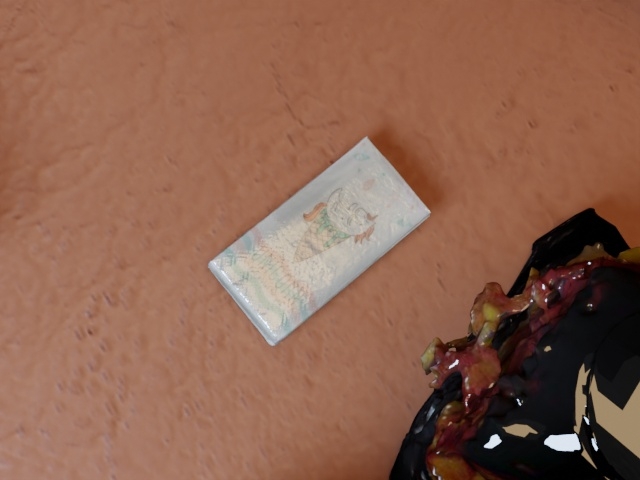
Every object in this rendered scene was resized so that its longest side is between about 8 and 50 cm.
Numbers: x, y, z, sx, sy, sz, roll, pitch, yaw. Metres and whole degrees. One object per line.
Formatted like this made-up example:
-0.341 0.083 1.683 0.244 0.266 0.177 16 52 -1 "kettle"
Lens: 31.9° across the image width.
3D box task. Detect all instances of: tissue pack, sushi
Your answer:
0.000 0.000 0.580 0.108 0.023 0.056 -40 89 -15 "tissue pack"
0.124 0.080 0.522 0.172 0.150 0.153 -31 87 -14 "sushi"
